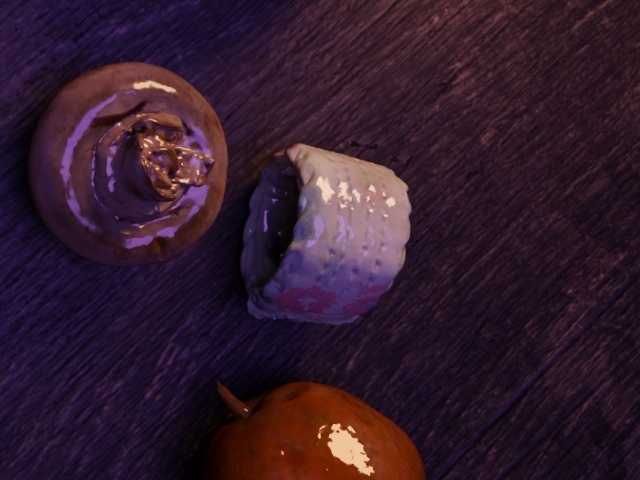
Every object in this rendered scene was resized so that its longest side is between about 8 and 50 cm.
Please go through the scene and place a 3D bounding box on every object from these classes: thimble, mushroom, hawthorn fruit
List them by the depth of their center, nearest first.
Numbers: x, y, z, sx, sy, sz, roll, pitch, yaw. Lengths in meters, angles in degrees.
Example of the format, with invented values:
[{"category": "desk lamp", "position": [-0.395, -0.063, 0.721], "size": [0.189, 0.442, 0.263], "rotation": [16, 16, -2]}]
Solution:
[{"category": "mushroom", "position": [-0.203, -0.078, 1.576], "size": [0.226, 0.178, 0.227], "rotation": [-10, 109, -31]}, {"category": "hawthorn fruit", "position": [-0.025, 0.276, 1.675], "size": [0.277, 0.277, 0.298], "rotation": [-36, 91, -18]}, {"category": "thimble", "position": [0.000, 0.000, 1.684], "size": [0.149, 0.185, 0.211], "rotation": [12, 106, -25]}]
